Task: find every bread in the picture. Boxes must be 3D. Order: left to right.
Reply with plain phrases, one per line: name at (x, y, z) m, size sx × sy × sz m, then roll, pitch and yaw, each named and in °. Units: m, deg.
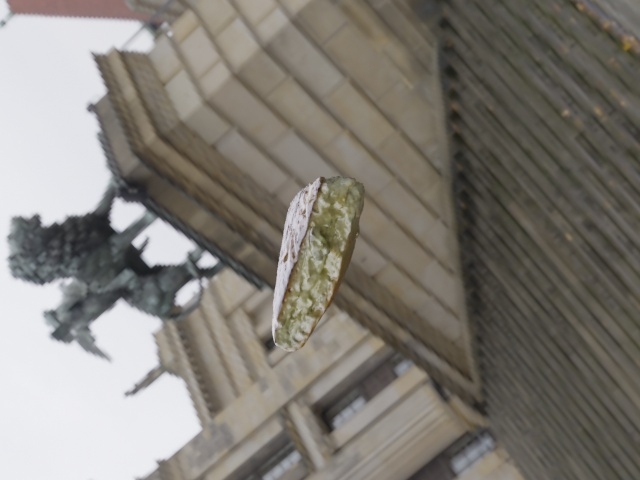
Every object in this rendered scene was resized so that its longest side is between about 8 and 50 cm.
bread at (-0.008, 0.023, 0.824) m, size 0.054 × 0.135 × 0.154 m, roll 17°, pitch 167°, yaw -6°
